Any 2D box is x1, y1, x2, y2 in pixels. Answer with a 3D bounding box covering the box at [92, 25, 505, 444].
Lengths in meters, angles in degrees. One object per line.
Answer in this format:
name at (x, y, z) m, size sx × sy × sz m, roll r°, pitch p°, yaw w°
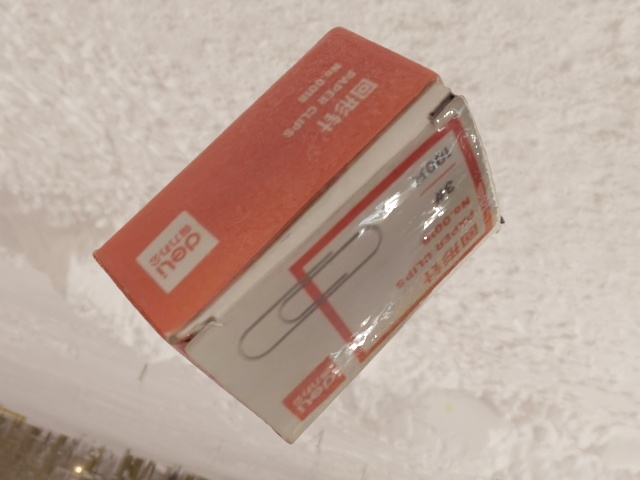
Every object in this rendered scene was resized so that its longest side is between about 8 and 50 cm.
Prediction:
box at (0.000, 0.000, 0.434) m, size 0.099 × 0.182 × 0.133 m, roll 38°, pitch 168°, yaw 40°
